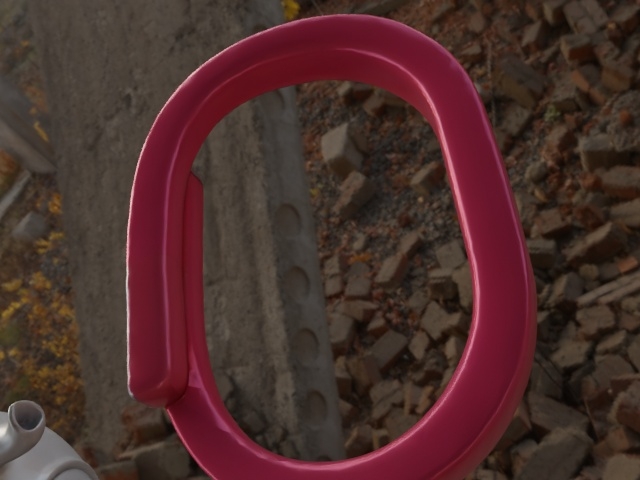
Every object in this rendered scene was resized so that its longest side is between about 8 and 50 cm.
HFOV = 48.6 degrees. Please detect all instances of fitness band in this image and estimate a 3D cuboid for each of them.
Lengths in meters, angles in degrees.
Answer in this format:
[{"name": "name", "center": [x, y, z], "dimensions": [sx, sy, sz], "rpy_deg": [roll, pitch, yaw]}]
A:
[{"name": "fitness band", "center": [0.000, 0.000, 0.387], "dimensions": [0.209, 0.054, 0.291], "rpy_deg": [-13, 61, 10]}]

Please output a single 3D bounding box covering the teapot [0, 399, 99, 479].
[{"name": "teapot", "center": [-0.272, 0.278, 0.633], "dimensions": [0.187, 0.256, 0.253], "rpy_deg": [-1, 74, 9]}]
